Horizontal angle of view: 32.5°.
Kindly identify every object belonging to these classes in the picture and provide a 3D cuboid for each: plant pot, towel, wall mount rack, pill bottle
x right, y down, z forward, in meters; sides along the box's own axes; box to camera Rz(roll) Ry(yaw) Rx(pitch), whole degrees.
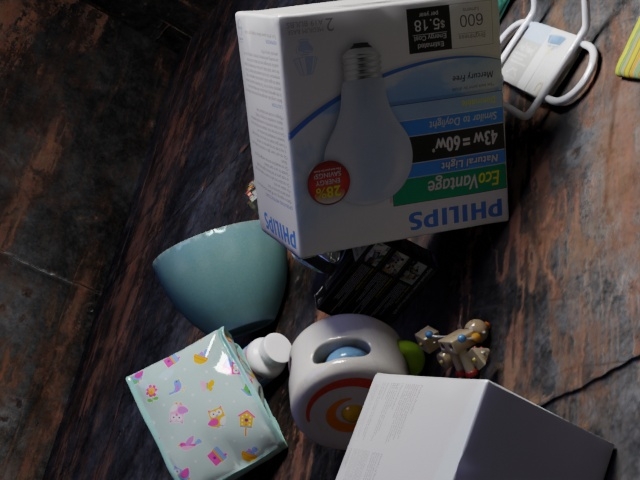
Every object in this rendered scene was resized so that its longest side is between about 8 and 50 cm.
[{"bbox_3d":[-0.190,0.099,2.343,0.290,0.290,0.195,-35,70,50],"label":"plant pot"},{"bbox_3d":[0.492,-0.259,1.500,0.102,0.021,0.237,-67,22,6],"label":"towel"},{"bbox_3d":[0.346,-0.364,1.797,0.304,0.130,0.350,-59,23,10],"label":"wall mount rack"},{"bbox_3d":[-0.125,0.249,2.212,0.160,0.087,0.087,-42,30,42],"label":"pill bottle"}]

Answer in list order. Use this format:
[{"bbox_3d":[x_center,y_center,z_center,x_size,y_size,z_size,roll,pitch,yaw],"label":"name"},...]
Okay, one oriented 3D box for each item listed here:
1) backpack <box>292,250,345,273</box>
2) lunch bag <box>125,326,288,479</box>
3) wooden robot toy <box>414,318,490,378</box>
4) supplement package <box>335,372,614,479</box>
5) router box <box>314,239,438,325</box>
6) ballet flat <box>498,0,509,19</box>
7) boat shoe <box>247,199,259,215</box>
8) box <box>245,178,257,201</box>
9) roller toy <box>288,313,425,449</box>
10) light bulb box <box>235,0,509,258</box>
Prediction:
[{"bbox_3d":[0.000,0.000,2.195,0.084,0.105,0.114,-51,11,55],"label":"backpack"},{"bbox_3d":[-0.206,0.333,2.065,0.223,0.160,0.262,-29,68,-4],"label":"lunch bag"},{"bbox_3d":[0.216,0.151,1.615,0.079,0.076,0.173,-32,12,-21],"label":"wooden robot toy"},{"bbox_3d":[0.172,0.291,1.333,0.263,0.198,0.199,-10,55,64],"label":"supplement package"},{"bbox_3d":[0.093,0.070,1.860,0.179,0.133,0.046,-51,25,26],"label":"router box"},{"bbox_3d":[0.343,-0.511,2.033,0.247,0.087,0.083,-58,21,10],"label":"ballet flat"},{"bbox_3d":[-0.057,-0.111,2.505,0.104,0.089,0.285,-45,12,-34],"label":"boat shoe"},{"bbox_3d":[-0.125,-0.137,2.514,0.094,0.027,0.137,-38,10,6],"label":"box"},{"bbox_3d":[0.044,0.226,1.709,0.209,0.191,0.146,-50,25,28],"label":"roller toy"},{"bbox_3d":[0.081,-0.192,1.711,0.225,0.358,0.361,-145,47,-67],"label":"light bulb box"}]
